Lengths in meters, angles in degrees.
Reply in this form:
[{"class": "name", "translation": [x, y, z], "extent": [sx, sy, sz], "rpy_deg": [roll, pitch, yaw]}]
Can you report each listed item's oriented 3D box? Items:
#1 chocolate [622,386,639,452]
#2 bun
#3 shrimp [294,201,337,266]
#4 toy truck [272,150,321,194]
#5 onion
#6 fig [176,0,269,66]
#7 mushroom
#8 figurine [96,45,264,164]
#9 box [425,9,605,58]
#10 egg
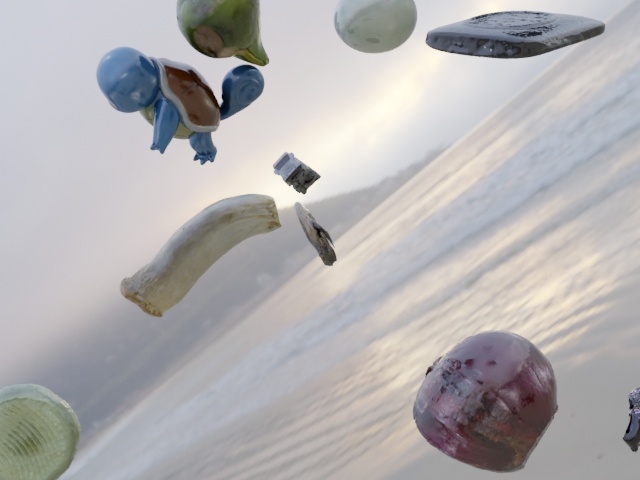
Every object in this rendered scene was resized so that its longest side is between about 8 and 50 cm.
[{"class": "chocolate", "translation": [0.601, 0.331, 1.811], "extent": [0.070, 0.072, 0.147], "rpy_deg": [-10, 17, 22]}, {"class": "bun", "translation": [-0.537, 0.352, 1.762], "extent": [0.195, 0.195, 0.118], "rpy_deg": [-39, 14, -5]}, {"class": "shrimp", "translation": [0.000, 0.000, 2.350], "extent": [0.046, 0.219, 0.152], "rpy_deg": [-32, 37, -2]}, {"class": "toy truck", "translation": [-0.047, -0.129, 1.824], "extent": [0.052, 0.063, 0.123], "rpy_deg": [-47, -20, 6]}, {"class": "onion", "translation": [0.367, 0.322, 2.037], "extent": [0.336, 0.282, 0.260], "rpy_deg": [3, -60, -54]}, {"class": "fig", "translation": [-0.205, -0.497, 2.245], "extent": [0.206, 0.206, 0.275], "rpy_deg": [-40, -39, 10]}, {"class": "mushroom", "translation": [-0.234, 0.018, 1.899], "extent": [0.351, 0.123, 0.095], "rpy_deg": [-36, 2, 1]}, {"class": "figurine", "translation": [-0.334, -0.315, 2.262], "extent": [0.416, 0.298, 0.243], "rpy_deg": [1, -42, -36]}, {"class": "box", "translation": [0.282, -0.306, 1.413], "extent": [0.201, 0.042, 0.212], "rpy_deg": [-26, 31, -38]}, {"class": "egg", "translation": [0.109, -0.456, 1.975], "extent": [0.209, 0.151, 0.151], "rpy_deg": [-19, -16, -48]}]
